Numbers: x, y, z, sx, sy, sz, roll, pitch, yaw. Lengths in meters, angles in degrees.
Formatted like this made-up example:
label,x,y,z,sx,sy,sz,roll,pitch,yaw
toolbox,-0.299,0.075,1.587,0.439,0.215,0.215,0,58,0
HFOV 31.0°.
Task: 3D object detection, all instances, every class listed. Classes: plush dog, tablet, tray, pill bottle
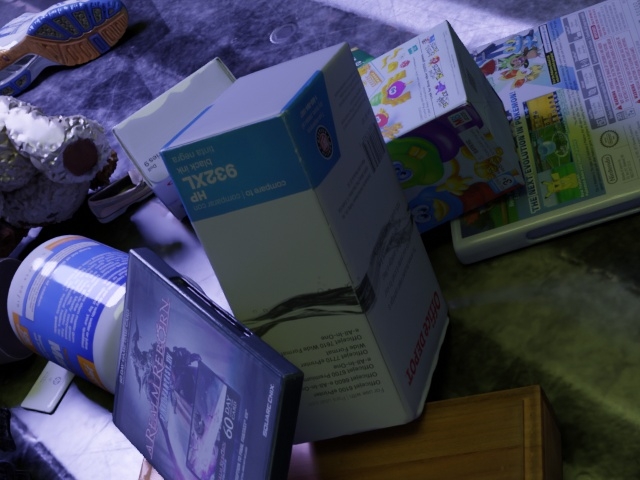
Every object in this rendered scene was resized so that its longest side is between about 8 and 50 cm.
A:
label,x,y,z,sx,sy,sz,roll,pitch,yaw
plush dog,-0.398,-0.091,1.540,0.262,0.225,0.210,-33,62,-2
tablet,-0.323,0.170,1.397,0.054,0.006,0.083,4,53,35
tray,0.010,0.261,1.045,0.411,0.076,0.202,-12,45,21
pill bottle,-0.217,0.094,1.292,0.272,0.152,0.152,18,61,43

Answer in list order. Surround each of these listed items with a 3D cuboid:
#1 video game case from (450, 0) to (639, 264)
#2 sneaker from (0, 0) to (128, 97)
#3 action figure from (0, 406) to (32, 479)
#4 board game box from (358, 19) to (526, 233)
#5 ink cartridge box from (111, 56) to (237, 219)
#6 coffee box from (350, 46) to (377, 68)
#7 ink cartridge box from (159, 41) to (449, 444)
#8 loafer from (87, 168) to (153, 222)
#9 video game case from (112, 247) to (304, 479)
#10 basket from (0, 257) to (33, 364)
label,x,y,z,sx,sy,sz,roll,pitch,yaw
video game case,0.280,-0.140,1.299,0.300,0.036,0.329,-18,43,17
sneaker,-0.454,-0.347,1.910,0.296,0.112,0.131,-21,41,12
action figure,-0.471,0.273,1.289,0.276,0.141,0.164,-23,53,9
board game box,0.060,-0.089,1.264,0.275,0.142,0.144,-26,42,20
ink cartridge box,-0.152,-0.119,1.413,0.154,0.212,0.093,-36,84,-4
coffee box,0.033,-0.189,1.455,0.113,0.040,0.184,-27,25,-6
ink cartridge box,0.000,0.000,1.086,0.129,0.307,0.223,-15,19,21
loafer,-0.259,-0.074,1.570,0.125,0.039,0.045,-38,40,-6
video game case,-0.113,0.147,1.057,0.026,0.196,0.274,-7,26,-37
basket,-0.478,0.099,1.461,0.227,0.154,0.204,-9,38,19
